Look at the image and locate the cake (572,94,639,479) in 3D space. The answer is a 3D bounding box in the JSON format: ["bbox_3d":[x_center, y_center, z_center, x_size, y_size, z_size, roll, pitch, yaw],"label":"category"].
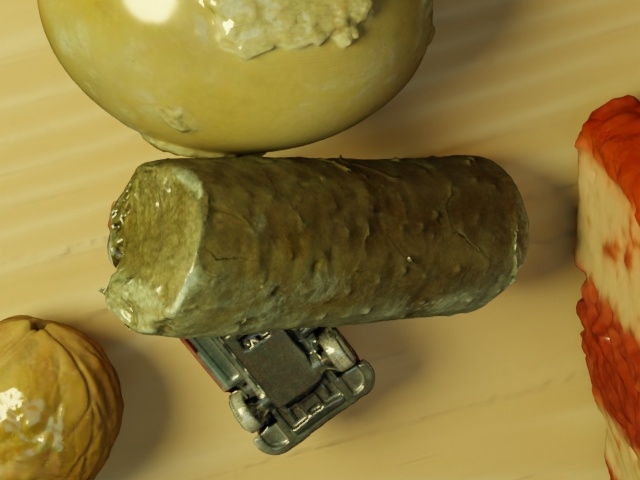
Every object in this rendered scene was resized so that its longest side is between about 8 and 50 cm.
[{"bbox_3d":[0.297,0.075,1.073,0.269,0.270,0.319,-15,112,-4],"label":"cake"}]

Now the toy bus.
[{"bbox_3d":[-0.049,0.030,1.094,0.079,0.077,0.174,-35,113,6],"label":"toy bus"}]

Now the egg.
[{"bbox_3d":[-0.042,-0.119,0.992,0.201,0.164,0.164,3,112,-16],"label":"egg"}]

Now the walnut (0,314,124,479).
[{"bbox_3d":[-0.163,0.100,1.092,0.105,0.105,0.124,15,109,-16],"label":"walnut"}]

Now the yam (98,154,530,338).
[{"bbox_3d":[0.000,0.000,1.011,0.259,0.093,0.093,-2,118,-47],"label":"yam"}]
